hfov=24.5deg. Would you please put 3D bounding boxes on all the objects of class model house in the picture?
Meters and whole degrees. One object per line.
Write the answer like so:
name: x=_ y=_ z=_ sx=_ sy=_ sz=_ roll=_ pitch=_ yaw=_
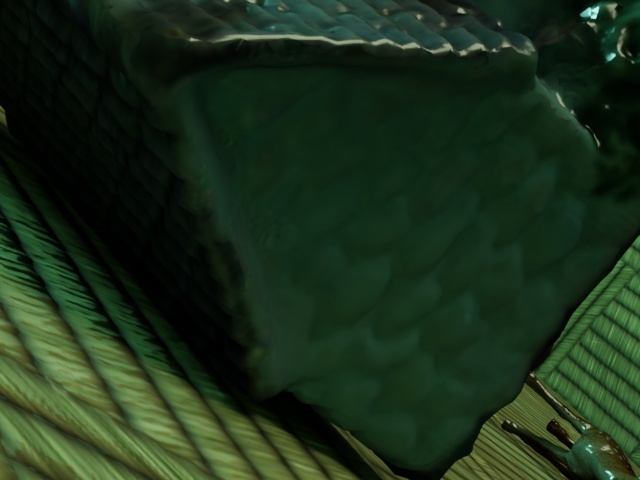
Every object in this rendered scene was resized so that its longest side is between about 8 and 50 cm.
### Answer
model house: x=-0.046 y=-0.121 z=0.753 sx=0.339 sy=0.297 sz=0.360 roll=32 pitch=9 yaw=-45

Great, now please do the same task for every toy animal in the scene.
toy animal: x=0.295 y=0.236 z=1.473 sx=0.260 sy=0.087 sz=0.243 roll=39 pitch=4 yaw=35

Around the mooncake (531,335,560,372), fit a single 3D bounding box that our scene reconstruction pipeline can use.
mooncake: x=0.133 y=0.005 z=1.587 sx=0.333 sy=0.174 sz=0.326 roll=57 pitch=-9 yaw=4
